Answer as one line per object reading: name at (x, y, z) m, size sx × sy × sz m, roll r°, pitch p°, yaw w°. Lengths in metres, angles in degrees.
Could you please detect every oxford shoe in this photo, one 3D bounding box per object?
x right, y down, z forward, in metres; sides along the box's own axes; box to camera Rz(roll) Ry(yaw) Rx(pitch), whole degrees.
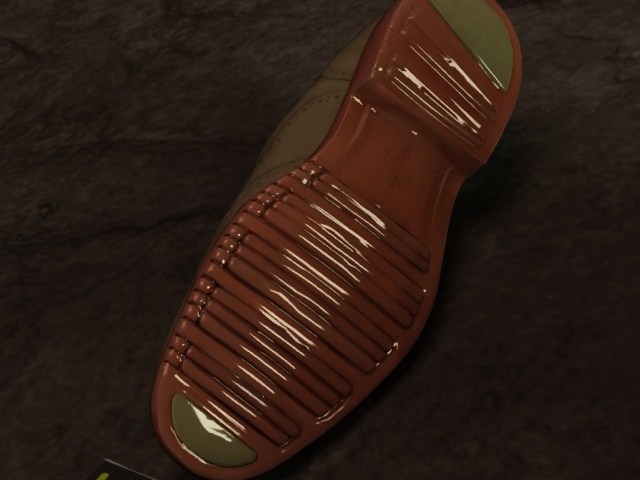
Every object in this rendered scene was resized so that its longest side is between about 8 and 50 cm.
oxford shoe at (0.000, 0.000, 1.173) m, size 0.397 × 0.140 × 0.146 m, roll -55°, pitch 16°, yaw -29°

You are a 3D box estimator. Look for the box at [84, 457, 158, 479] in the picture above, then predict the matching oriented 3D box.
box at (-0.118, 0.256, 0.940) m, size 0.216 × 0.060 × 0.270 m, roll 14°, pitch 49°, yaw 39°
